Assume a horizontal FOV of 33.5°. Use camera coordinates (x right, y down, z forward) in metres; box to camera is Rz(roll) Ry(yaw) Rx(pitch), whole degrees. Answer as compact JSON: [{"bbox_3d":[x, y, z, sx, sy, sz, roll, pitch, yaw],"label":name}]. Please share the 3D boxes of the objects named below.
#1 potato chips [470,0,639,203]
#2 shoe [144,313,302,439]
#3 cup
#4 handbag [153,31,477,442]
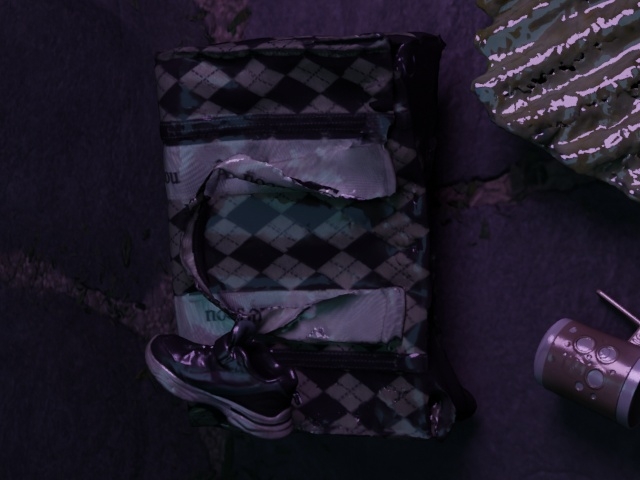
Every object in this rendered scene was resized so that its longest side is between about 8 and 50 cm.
[{"bbox_3d":[0.295,-0.238,0.903,0.373,0.097,0.389,45,115,27],"label":"potato chips"},{"bbox_3d":[-0.088,0.118,1.043,0.169,0.071,0.099,28,112,11],"label":"shoe"},{"bbox_3d":[0.255,0.105,0.963,0.099,0.074,0.102,23,106,33],"label":"cup"},{"bbox_3d":[0.000,0.000,1.088,0.316,0.180,0.416,3,101,33],"label":"handbag"}]
